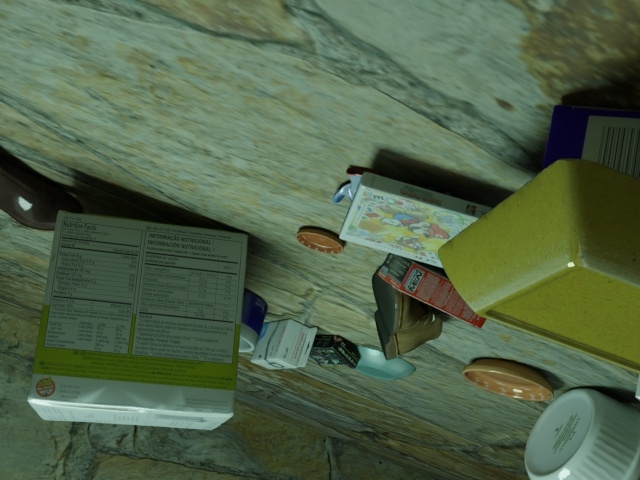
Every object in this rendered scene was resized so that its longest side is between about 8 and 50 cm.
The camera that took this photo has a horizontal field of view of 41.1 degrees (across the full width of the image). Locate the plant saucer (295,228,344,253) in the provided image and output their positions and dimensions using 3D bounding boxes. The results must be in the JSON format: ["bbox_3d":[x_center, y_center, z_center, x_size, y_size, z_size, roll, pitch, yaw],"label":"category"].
[{"bbox_3d":[0.000,0.000,1.430,0.083,0.013,0.083,15,161,5],"label":"plant saucer"}]

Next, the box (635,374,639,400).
[{"bbox_3d":[0.701,0.324,1.627,0.063,0.067,0.324,-5,150,45],"label":"box"}]

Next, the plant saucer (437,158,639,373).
[{"bbox_3d":[0.320,0.058,0.904,0.333,0.081,0.333,21,160,-7],"label":"plant saucer"}]

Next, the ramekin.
[{"bbox_3d":[0.544,0.433,1.783,0.127,0.273,0.273,34,158,-9],"label":"ramekin"}]

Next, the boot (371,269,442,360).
[{"bbox_3d":[0.160,0.123,1.550,0.115,0.112,0.305,-14,153,-1],"label":"boot"}]

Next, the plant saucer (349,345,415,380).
[{"bbox_3d":[0.137,0.312,2.115,0.195,0.037,0.195,16,161,6],"label":"plant saucer"}]

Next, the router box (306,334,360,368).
[{"bbox_3d":[0.023,0.269,2.065,0.122,0.038,0.092,-5,136,48],"label":"router box"}]

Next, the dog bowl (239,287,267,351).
[{"bbox_3d":[-0.259,0.161,1.948,0.265,0.104,0.265,16,161,6],"label":"dog bowl"}]

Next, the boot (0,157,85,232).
[{"bbox_3d":[-0.558,-0.101,1.515,0.248,0.090,0.207,19,163,8],"label":"boot"}]

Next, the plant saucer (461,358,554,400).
[{"bbox_3d":[0.408,0.300,1.854,0.200,0.037,0.200,16,161,6],"label":"plant saucer"}]

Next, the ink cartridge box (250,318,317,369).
[{"bbox_3d":[-0.088,0.247,2.034,0.060,0.104,0.180,28,157,-24],"label":"ink cartridge box"}]

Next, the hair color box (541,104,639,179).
[{"bbox_3d":[0.355,-0.015,0.953,0.185,0.110,0.339,8,157,22],"label":"hair color box"}]

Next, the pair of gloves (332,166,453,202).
[{"bbox_3d":[0.109,-0.049,1.195,0.198,0.023,0.159,12,159,14],"label":"pair of gloves"}]

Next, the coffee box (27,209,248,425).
[{"bbox_3d":[-0.334,0.164,1.589,0.338,0.334,0.337,7,162,-13],"label":"coffee box"}]

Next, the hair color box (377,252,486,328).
[{"bbox_3d":[0.186,0.077,1.376,0.167,0.053,0.093,27,-175,-22],"label":"hair color box"}]

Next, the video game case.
[{"bbox_3d":[0.139,-0.017,1.186,0.206,0.026,0.227,16,161,-1],"label":"video game case"}]
